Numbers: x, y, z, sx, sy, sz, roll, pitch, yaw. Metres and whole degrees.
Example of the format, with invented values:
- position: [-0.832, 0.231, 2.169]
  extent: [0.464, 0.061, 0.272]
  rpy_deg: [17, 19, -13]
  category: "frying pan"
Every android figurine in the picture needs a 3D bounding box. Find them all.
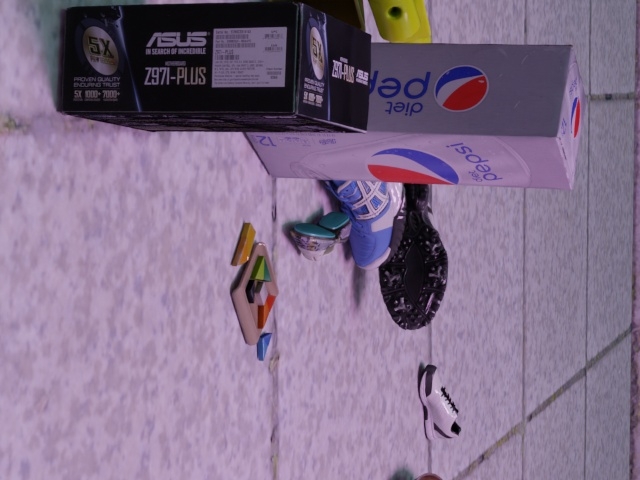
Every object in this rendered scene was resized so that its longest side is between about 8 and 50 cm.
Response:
- position: [0.057, -0.306, 1.500]
  extent: [0.248, 0.056, 0.273]
  rpy_deg: [-98, 171, -46]
  category: "android figurine"

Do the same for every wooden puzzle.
- position: [-0.056, 0.047, 1.391]
  extent: [0.116, 0.014, 0.078]
  rpy_deg: [72, 29, -43]
  category: "wooden puzzle"

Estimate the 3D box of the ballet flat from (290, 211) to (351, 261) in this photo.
- position: [0.000, 0.000, 1.504]
  extent: [0.114, 0.041, 0.041]
  rpy_deg: [-24, 114, -66]
  category: "ballet flat"

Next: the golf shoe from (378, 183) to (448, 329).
- position: [0.097, 0.006, 1.677]
  extent: [0.094, 0.077, 0.198]
  rpy_deg: [84, 3, -74]
  category: "golf shoe"

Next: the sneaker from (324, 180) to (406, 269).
- position: [0.038, -0.059, 1.571]
  extent: [0.081, 0.080, 0.211]
  rpy_deg: [-21, 128, -27]
  category: "sneaker"

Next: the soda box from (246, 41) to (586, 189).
- position: [0.083, -0.111, 1.360]
  extent: [0.091, 0.286, 0.098]
  rpy_deg: [59, 38, -57]
  category: "soda box"

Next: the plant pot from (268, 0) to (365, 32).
- position: [-0.003, -0.241, 1.421]
  extent: [0.083, 0.081, 0.081]
  rpy_deg: [-85, 163, -47]
  category: "plant pot"

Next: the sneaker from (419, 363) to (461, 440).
- position: [0.149, 0.199, 1.902]
  extent: [0.040, 0.044, 0.109]
  rpy_deg: [-56, 141, -51]
  category: "sneaker"

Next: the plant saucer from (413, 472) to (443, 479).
- position: [0.112, 0.371, 1.805]
  extent: [0.198, 0.036, 0.198]
  rpy_deg: [10, 78, -63]
  category: "plant saucer"

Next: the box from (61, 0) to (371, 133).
- position: [-0.071, -0.120, 1.103]
  extent: [0.147, 0.180, 0.077]
  rpy_deg: [5, 88, -69]
  category: "box"
